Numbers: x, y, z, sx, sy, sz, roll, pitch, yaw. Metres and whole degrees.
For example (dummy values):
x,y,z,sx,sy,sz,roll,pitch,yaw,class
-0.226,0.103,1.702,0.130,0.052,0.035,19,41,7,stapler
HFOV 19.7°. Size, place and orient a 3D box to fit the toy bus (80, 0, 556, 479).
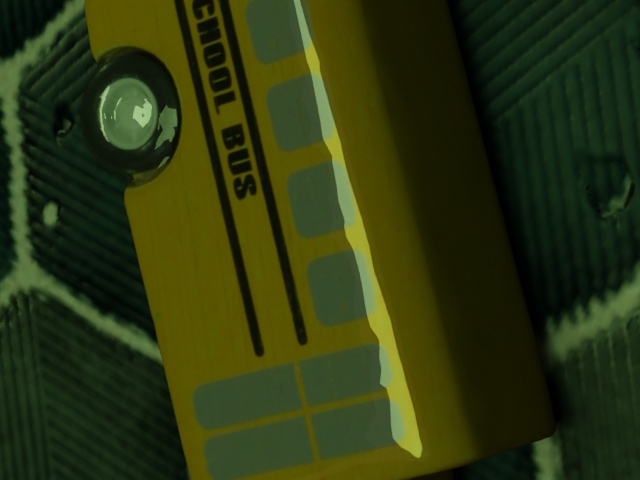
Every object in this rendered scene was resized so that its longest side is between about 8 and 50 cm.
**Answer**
x,y,z,sx,sy,sz,roll,pitch,yaw,class
0.000,0.000,0.734,0.130,0.108,0.332,-18,83,31,toy bus
